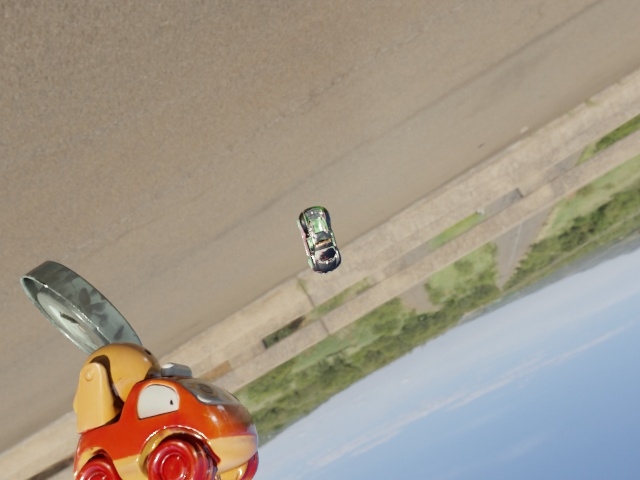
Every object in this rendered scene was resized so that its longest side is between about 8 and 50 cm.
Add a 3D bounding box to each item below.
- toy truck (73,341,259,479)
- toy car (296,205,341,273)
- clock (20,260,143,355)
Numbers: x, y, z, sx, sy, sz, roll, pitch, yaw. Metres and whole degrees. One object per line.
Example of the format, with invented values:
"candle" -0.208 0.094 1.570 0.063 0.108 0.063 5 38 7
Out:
"toy truck" -0.226 0.246 0.778 0.265 0.239 0.189 -17 158 13
"toy car" 0.000 0.000 1.122 0.069 0.142 0.055 -17 -174 -10
"clock" -0.649 0.214 1.512 0.076 0.386 0.386 -49 179 -32
